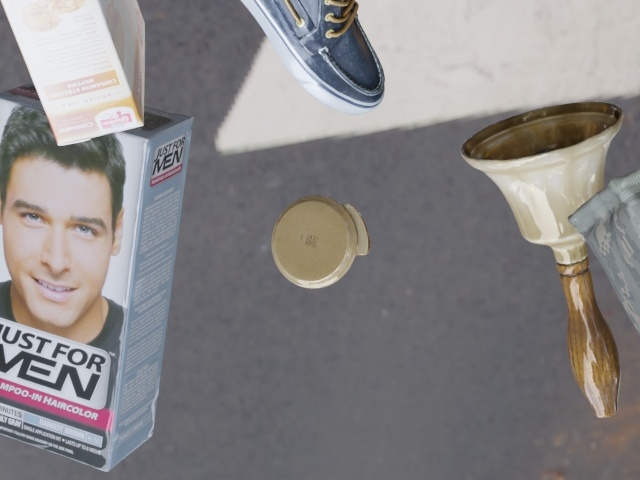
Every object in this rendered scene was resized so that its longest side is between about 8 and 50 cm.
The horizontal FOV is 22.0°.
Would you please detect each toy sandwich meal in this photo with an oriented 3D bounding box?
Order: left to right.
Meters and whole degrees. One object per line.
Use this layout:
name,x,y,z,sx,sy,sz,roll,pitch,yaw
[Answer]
toy sandwich meal,0.000,0.000,1.371,0.085,0.086,0.029,-20,169,20

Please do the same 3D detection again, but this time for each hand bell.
hand bell,0.199,0.027,1.281,0.126,0.242,0.126,-15,-163,5

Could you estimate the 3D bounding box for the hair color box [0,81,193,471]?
hair color box,-0.260,0.035,1.749,0.185,0.375,0.113,15,-160,18

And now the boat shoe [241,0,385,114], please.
boat shoe,0.003,-0.167,1.162,0.083,0.065,0.183,-19,123,44

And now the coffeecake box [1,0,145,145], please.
coffeecake box,-0.181,-0.186,1.170,0.068,0.142,0.185,-13,129,4

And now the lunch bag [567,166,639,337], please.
lunch bag,0.328,0.009,0.918,0.287,0.235,0.169,-28,174,-6
